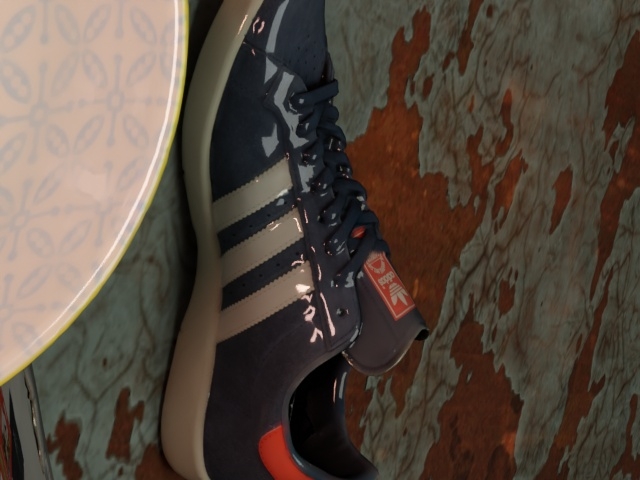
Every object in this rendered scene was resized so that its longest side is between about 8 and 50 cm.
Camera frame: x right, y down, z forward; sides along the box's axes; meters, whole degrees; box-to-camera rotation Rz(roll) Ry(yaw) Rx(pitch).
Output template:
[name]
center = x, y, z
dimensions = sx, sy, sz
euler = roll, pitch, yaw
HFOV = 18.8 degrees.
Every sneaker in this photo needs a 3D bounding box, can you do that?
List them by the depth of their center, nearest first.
[sneaker]
center = 0.000, 0.000, 1.195
dimensions = 0.131, 0.148, 0.350
euler = -30, 129, -58

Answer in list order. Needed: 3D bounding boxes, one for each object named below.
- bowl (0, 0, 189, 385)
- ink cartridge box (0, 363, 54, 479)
[bowl]
center = -0.203, -0.076, 0.661
dimensions = 0.156, 0.289, 0.289
euler = -162, -95, -70
[ink cartridge box]
center = -0.186, 0.155, 0.839
dimensions = 0.272, 0.130, 0.309
euler = -99, -177, -54
